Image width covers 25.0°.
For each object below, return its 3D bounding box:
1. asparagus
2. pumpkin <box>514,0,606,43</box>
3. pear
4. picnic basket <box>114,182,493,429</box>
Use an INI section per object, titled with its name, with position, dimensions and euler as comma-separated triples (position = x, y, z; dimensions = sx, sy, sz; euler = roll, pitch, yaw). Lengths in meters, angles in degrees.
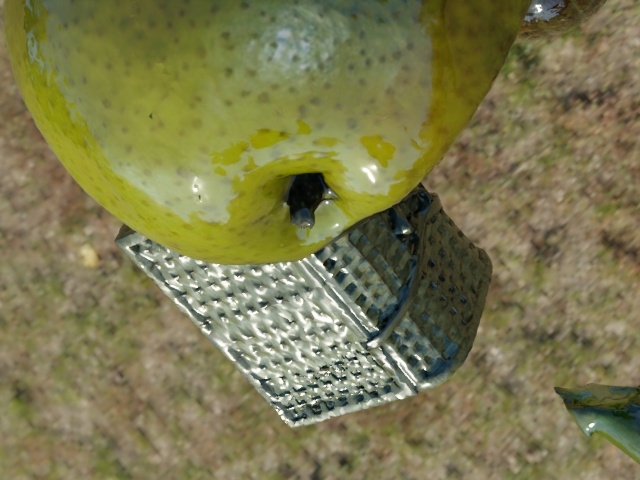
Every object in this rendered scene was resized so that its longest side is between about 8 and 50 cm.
[asparagus]
position = 0.359, 0.221, 1.312
dimensions = 0.343, 0.082, 0.085
euler = 42, 134, 22
[pumpkin]
position = 0.189, -0.302, 1.444
dimensions = 0.219, 0.162, 0.218
euler = 1, 93, 20
[pear]
position = -0.022, -0.068, 0.364
dimensions = 0.104, 0.141, 0.141
euler = 26, 144, -28
[picnic basket]
position = 0.000, 0.000, 0.937
dimensions = 0.154, 0.134, 0.196
euler = -19, 123, 37
